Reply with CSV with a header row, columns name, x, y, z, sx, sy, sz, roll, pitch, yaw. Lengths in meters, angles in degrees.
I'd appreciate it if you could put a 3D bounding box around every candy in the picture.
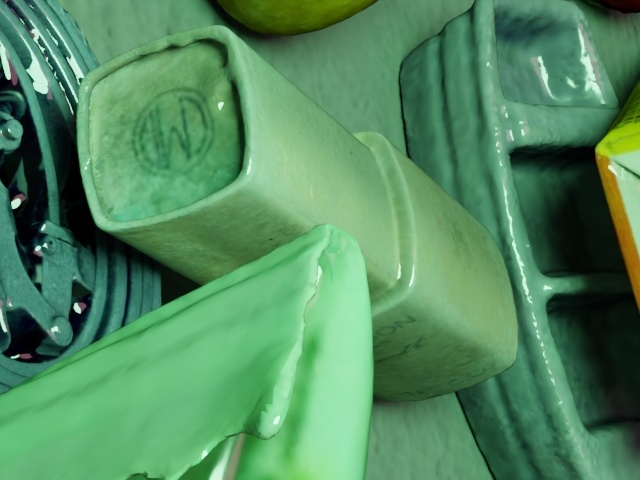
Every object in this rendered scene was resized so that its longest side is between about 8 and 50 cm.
name,x,y,z,sx,sy,sz,roll,pitch,yaw
candy,-0.002,0.187,0.452,0.398,0.263,0.172,54,32,-18

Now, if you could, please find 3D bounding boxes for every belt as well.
name,x,y,z,sx,sy,sz,roll,pitch,yaw
belt,-0.128,-0.015,0.519,0.141,0.082,0.190,2,69,-56

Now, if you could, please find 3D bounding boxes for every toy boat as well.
name,x,y,z,sx,sy,sz,roll,pitch,yaw
toy boat,0.116,0.019,0.781,0.127,0.078,0.283,0,77,-48

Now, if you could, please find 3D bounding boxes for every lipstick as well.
name,x,y,z,sx,sy,sz,roll,pitch,yaw
lipstick,0.000,0.000,0.598,0.253,0.079,0.077,32,44,-61

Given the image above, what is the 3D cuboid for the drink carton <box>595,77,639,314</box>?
name,x,y,z,sx,sy,sz,roll,pitch,yaw
drink carton,0.231,-0.028,0.813,0.351,0.111,0.155,-42,116,-68

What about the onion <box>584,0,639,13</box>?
name,x,y,z,sx,sy,sz,roll,pitch,yaw
onion,0.189,-0.195,0.920,0.118,0.118,0.117,-15,83,-49

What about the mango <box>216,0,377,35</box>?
name,x,y,z,sx,sy,sz,roll,pitch,yaw
mango,-0.002,-0.281,0.672,0.221,0.199,0.384,2,92,-15
